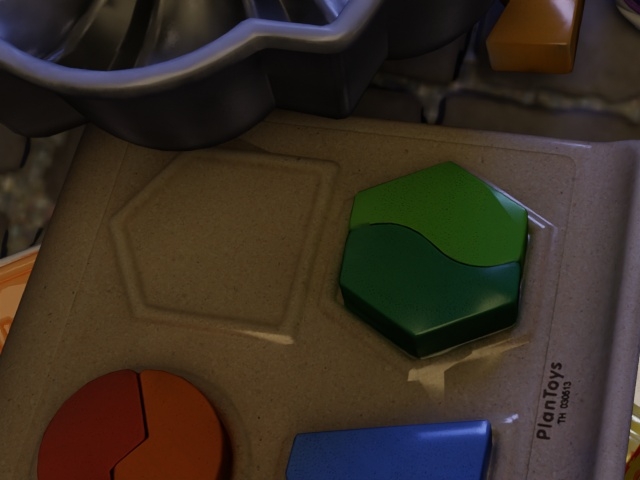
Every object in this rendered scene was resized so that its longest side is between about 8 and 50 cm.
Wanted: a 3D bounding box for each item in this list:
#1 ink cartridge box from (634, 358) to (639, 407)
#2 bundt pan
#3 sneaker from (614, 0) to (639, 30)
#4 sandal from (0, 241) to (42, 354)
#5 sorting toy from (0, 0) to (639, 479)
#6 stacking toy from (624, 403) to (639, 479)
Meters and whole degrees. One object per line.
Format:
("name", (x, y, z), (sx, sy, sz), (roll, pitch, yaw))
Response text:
("ink cartridge box", (0.162, 0.056, 0.520), (0.115, 0.029, 0.063), (0, 84, 5))
("bundt pan", (-0.050, -0.173, 0.489), (0.330, 0.124, 0.331), (-3, 68, 7))
("sneaker", (0.195, -0.099, 0.509), (0.169, 0.071, 0.068), (2, 85, 5))
("sandal", (-0.165, 0.061, 0.527), (0.265, 0.076, 0.102), (-29, 82, 2))
("sorting toy", (0.000, 0.000, 0.476), (0.229, 0.041, 0.307), (5, 61, 17))
("stacking toy", (-0.007, 0.114, 0.475), (0.167, 0.052, 0.221), (31, 77, 29))
